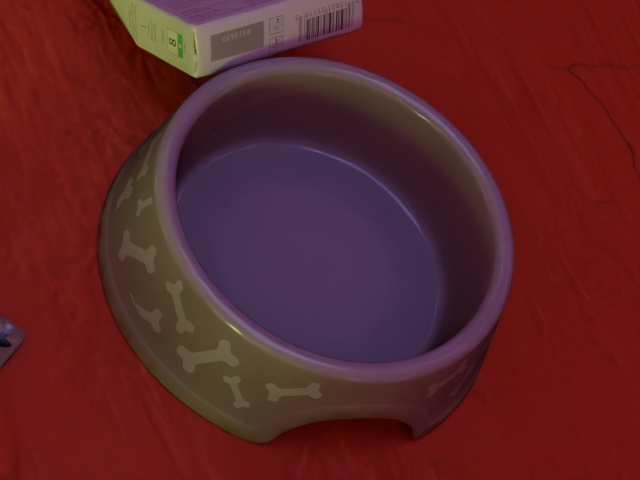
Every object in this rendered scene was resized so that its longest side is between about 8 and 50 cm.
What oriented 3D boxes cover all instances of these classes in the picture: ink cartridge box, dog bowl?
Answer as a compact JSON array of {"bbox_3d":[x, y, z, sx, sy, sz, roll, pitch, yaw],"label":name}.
[{"bbox_3d":[-0.102,-0.219,1.651,0.181,0.056,0.225,-21,34,-34],"label":"ink cartridge box"},{"bbox_3d":[0.000,0.000,1.544,0.349,0.102,0.348,11,54,-16],"label":"dog bowl"}]

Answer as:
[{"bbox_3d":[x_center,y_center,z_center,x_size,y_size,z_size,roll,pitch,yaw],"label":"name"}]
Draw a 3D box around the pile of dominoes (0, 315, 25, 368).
[{"bbox_3d":[-0.348,0.076,1.380,0.196,0.040,0.251,36,51,2],"label":"pile of dominoes"}]
